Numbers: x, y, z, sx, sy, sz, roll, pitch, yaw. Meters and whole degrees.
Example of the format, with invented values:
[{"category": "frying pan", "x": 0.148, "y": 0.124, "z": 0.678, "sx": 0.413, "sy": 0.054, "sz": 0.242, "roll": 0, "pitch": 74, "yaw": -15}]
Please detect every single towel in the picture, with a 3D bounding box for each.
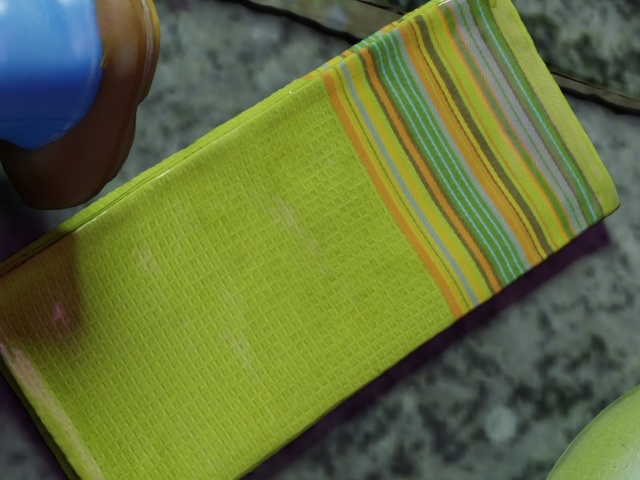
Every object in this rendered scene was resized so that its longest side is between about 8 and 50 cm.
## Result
[{"category": "towel", "x": 0.000, "y": 0.000, "z": 0.654, "sx": 0.237, "sy": 0.021, "sz": 0.102, "roll": -34, "pitch": 91, "yaw": -30}]

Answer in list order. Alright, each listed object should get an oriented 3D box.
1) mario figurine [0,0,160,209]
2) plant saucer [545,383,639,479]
[{"category": "mario figurine", "x": -0.218, "y": -0.044, "z": 0.520, "sx": 0.320, "sy": 0.198, "sz": 0.170, "roll": -10, "pitch": 121, "yaw": -37}, {"category": "plant saucer", "x": 0.177, "y": 0.134, "z": 0.602, "sx": 0.241, "sy": 0.037, "sz": 0.241, "roll": 7, "pitch": 60, "yaw": -12}]
